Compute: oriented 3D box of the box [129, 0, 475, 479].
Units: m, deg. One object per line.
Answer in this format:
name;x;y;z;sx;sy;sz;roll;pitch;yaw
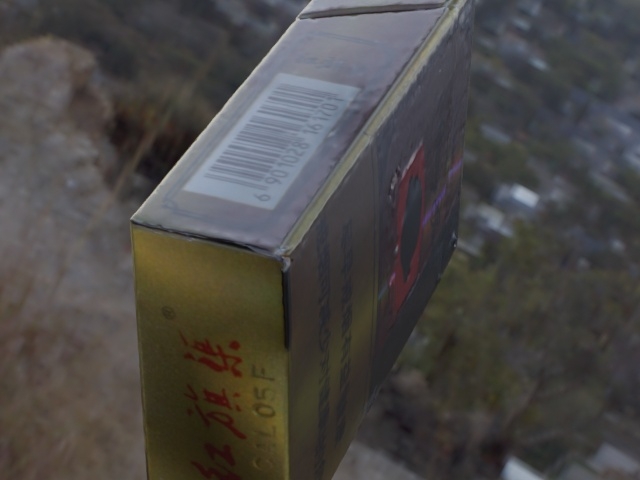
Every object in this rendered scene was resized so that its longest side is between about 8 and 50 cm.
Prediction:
box;0.000;0.000;0.743;0.071;0.159;0.240;11;35;18
